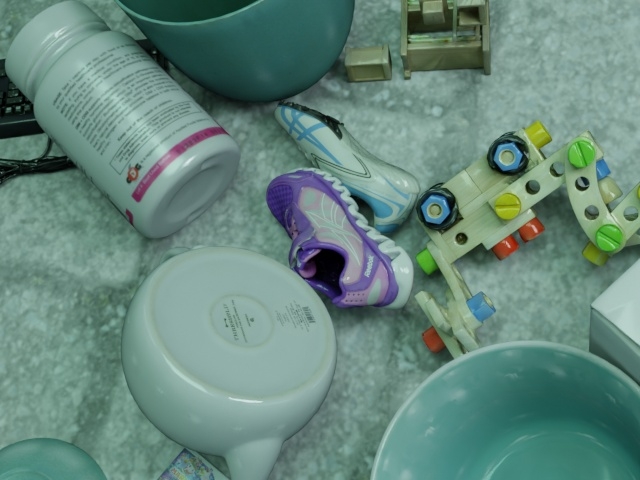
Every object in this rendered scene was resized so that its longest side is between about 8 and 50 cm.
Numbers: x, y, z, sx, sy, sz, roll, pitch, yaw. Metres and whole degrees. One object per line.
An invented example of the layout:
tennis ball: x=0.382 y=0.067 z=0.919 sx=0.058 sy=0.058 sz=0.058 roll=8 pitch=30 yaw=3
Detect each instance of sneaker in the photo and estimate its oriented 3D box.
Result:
sneaker: x=0.000 y=0.000 z=1.508 sx=0.105 sy=0.095 sz=0.236 roll=-16 pitch=45 yaw=-35
sneaker: x=0.019 y=-0.095 z=1.590 sx=0.237 sy=0.085 sz=0.086 roll=40 pitch=104 yaw=31

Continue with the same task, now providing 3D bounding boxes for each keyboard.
keyboard: x=-0.358 y=-0.168 z=1.720 sx=0.317 sy=0.033 sz=0.201 roll=-8 pitch=64 yaw=8

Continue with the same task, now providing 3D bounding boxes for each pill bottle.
pill bottle: x=-0.245 y=-0.152 z=1.595 sx=0.160 sy=0.160 sz=0.283 roll=-42 pitch=75 yaw=-10

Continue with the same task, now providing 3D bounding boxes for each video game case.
video game case: x=-0.158 y=0.302 z=1.468 sx=0.087 sy=0.011 sz=0.122 roll=36 pitch=75 yaw=23

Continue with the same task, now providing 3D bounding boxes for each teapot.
teapot: x=-0.115 y=0.140 z=1.450 sx=0.253 sy=0.187 sz=0.256 roll=29 pitch=45 yaw=2

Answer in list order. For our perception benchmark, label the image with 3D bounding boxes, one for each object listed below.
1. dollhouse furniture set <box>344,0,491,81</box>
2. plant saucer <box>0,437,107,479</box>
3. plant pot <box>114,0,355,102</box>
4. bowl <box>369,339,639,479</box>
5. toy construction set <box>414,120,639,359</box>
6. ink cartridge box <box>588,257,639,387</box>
dollhouse furniture set: x=0.116 y=-0.285 z=1.614 sx=0.182 sy=0.161 sz=0.101 roll=-2 pitch=64 yaw=9
plant saucer: x=-0.334 y=0.312 z=1.482 sx=0.195 sy=0.037 sz=0.195 roll=-4 pitch=63 yaw=8
plant pot: x=-0.089 y=-0.310 z=1.611 sx=0.293 sy=0.235 sz=0.293 roll=-9 pitch=58 yaw=15
bowl: x=0.219 y=0.268 z=1.308 sx=0.312 sy=0.163 sz=0.311 roll=-8 pitch=69 yaw=22
toy construction set: x=0.231 y=-0.006 z=1.480 sx=0.328 sy=0.151 sz=0.215 roll=-36 pitch=89 yaw=0
ink cartridge box: x=0.461 y=0.044 z=1.323 sx=0.395 sy=0.285 sz=0.166 roll=-41 pitch=63 yaw=-10
